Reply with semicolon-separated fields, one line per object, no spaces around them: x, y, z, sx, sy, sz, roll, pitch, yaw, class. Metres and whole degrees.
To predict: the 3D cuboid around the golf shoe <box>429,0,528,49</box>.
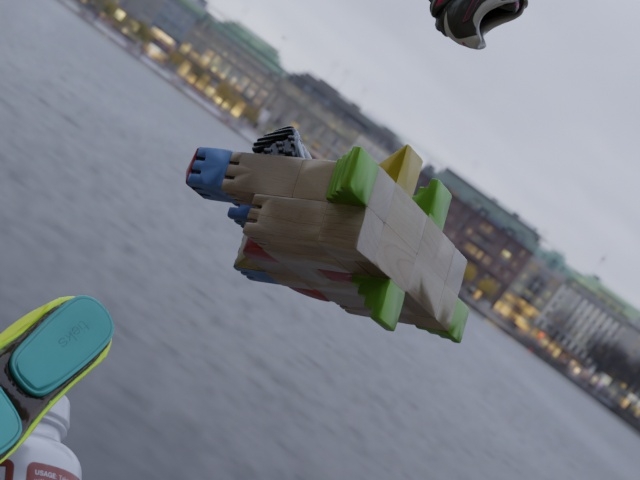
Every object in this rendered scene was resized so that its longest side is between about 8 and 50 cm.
0.301;-0.410;1.872;0.120;0.273;0.105;48;6;35;golf shoe

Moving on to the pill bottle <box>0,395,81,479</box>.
-0.253;0.229;0.949;0.121;0.121;0.216;35;45;-47;pill bottle

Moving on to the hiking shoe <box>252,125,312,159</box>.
-0.035;-0.050;1.880;0.132;0.113;0.304;51;27;-38;hiking shoe

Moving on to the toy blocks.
0.000;0.000;1.426;0.260;0.191;0.381;8;-18;30;toy blocks

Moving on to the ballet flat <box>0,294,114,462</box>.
-0.231;0.111;0.827;0.077;0.077;0.231;56;35;-4;ballet flat
